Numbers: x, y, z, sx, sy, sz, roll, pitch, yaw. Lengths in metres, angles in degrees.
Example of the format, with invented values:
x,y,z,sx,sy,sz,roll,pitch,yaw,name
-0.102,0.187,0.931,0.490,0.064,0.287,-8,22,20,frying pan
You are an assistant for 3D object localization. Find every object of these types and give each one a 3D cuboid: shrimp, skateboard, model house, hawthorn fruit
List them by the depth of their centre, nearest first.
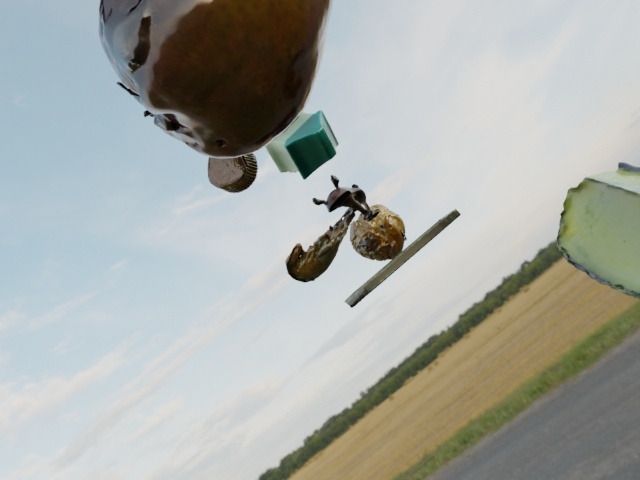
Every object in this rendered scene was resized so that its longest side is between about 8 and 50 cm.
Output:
x,y,z,sx,sy,sz,roll,pitch,yaw,name
-0.123,-0.269,0.708,0.325,0.308,0.308,-25,-16,9,hawthorn fruit
0.538,-0.030,0.874,0.212,0.194,0.170,-18,-61,-29,model house
0.059,-0.075,1.039,0.067,0.080,0.151,-51,-24,21,skateboard
-0.029,-0.212,1.163,0.127,0.149,0.100,-49,-51,-21,model house
0.009,0.003,1.345,0.117,0.066,0.262,18,-71,-39,shrimp

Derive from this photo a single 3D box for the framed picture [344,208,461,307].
x,y,z,sx,sy,sz,roll,pitch,yaw,name
0.150,0.033,1.015,0.260,0.023,0.189,-41,-5,1,framed picture

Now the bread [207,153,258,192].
x,y,z,sx,sy,sz,roll,pitch,yaw,name
-0.143,-0.119,0.873,0.085,0.085,0.053,-44,-20,14,bread

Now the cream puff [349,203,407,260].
x,y,z,sx,sy,sz,roll,pitch,yaw,name
0.121,-0.009,1.158,0.133,0.119,0.104,-24,30,37,cream puff
